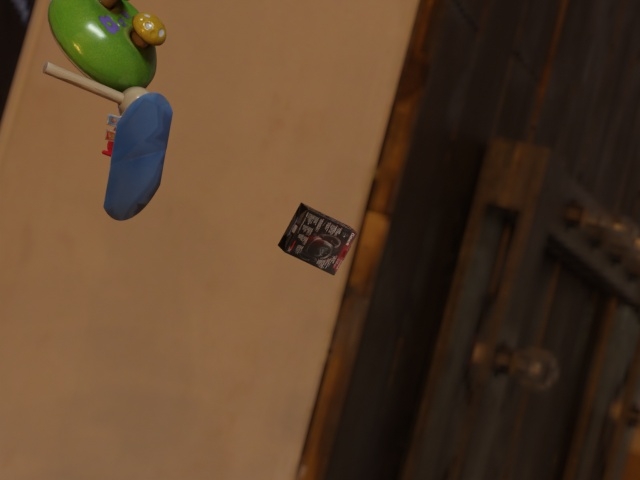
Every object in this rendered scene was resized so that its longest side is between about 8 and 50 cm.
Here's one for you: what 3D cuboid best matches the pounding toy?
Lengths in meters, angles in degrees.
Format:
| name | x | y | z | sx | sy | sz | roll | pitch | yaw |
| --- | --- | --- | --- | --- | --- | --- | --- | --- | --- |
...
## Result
| name | x | y | z | sx | sy | sz | roll | pitch | yaw |
| --- | --- | --- | --- | --- | --- | --- | --- | --- | --- |
| pounding toy | -0.281 | -0.292 | 2.163 | 0.183 | 0.237 | 0.110 | 33 | -57 | -28 |

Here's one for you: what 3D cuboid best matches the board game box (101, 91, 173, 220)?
| name | x | y | z | sx | sy | sz | roll | pitch | yaw |
| --- | --- | --- | --- | --- | --- | --- | --- | --- | --- |
| board game box | -0.242 | -0.111 | 1.954 | 0.033 | 0.169 | 0.133 | 19 | 20 | 21 |

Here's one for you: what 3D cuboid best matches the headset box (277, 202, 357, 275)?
| name | x | y | z | sx | sy | sz | roll | pitch | yaw |
| --- | --- | --- | --- | --- | --- | --- | --- | --- | --- |
| headset box | 0.000 | 0.000 | 1.890 | 0.083 | 0.062 | 0.032 | 25 | 8 | -26 |
